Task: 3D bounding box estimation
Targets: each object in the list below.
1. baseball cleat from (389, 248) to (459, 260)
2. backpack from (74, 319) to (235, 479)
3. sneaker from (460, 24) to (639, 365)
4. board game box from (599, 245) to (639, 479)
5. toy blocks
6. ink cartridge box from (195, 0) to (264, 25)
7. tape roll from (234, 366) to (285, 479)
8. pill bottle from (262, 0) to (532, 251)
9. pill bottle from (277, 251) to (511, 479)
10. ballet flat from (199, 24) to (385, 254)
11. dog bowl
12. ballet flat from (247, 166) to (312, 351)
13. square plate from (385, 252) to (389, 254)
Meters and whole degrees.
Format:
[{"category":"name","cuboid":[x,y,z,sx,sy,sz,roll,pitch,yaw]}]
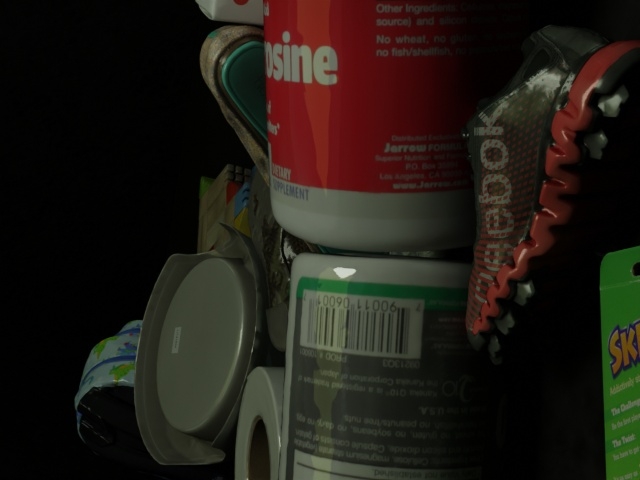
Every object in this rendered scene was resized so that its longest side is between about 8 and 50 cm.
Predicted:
[{"category":"baseball cleat","cuboid":[0.105,0.052,0.998,0.109,0.072,0.205,131,139,-66]},{"category":"backpack","cuboid":[-0.231,0.282,1.623,0.290,0.356,0.273,108,160,-44]},{"category":"sneaker","cuboid":[0.161,-0.037,0.725,0.135,0.098,0.276,48,134,42]},{"category":"board game box","cuboid":[0.227,0.129,0.616,0.124,0.039,0.259,153,117,-71]},{"category":"toy blocks","cuboid":[-0.130,0.000,1.704,0.261,0.191,0.381,-44,39,51]},{"category":"ink cartridge box","cuboid":[0.026,-0.311,0.970,0.117,0.278,0.201,-122,38,-65]},{"category":"tape roll","cuboid":[0.005,0.270,1.128,0.246,0.169,0.246,-176,90,-75]},{"category":"pill bottle","cuboid":[0.064,-0.211,0.819,0.229,0.229,0.407,-137,43,-70]},{"category":"pill bottle","cuboid":[0.064,0.193,0.868,0.204,0.204,0.360,-174,87,-74]},{"category":"ballet flat","cuboid":[-0.024,-0.096,1.000,0.106,0.108,0.316,39,162,54]},{"category":"dog bowl","cuboid":[-0.143,0.152,1.371,0.349,0.102,0.348,-30,52,48]},{"category":"ballet flat","cuboid":[-0.031,0.011,1.082,0.084,0.058,0.249,-32,57,40]},{"category":"square plate","cuboid":[0.052,-0.136,1.268,0.344,0.049,0.347,171,102,-73]}]
